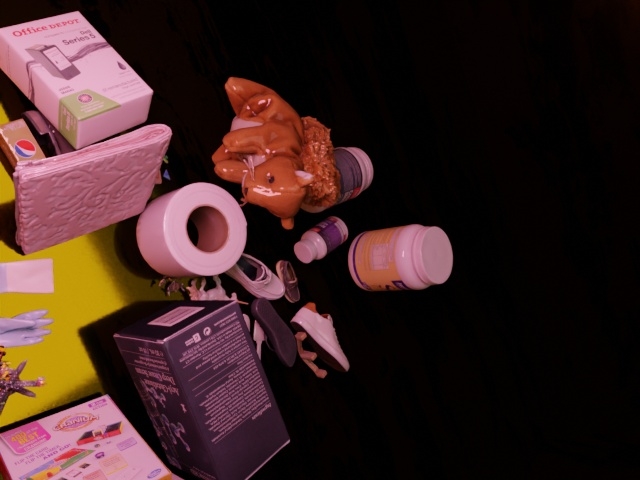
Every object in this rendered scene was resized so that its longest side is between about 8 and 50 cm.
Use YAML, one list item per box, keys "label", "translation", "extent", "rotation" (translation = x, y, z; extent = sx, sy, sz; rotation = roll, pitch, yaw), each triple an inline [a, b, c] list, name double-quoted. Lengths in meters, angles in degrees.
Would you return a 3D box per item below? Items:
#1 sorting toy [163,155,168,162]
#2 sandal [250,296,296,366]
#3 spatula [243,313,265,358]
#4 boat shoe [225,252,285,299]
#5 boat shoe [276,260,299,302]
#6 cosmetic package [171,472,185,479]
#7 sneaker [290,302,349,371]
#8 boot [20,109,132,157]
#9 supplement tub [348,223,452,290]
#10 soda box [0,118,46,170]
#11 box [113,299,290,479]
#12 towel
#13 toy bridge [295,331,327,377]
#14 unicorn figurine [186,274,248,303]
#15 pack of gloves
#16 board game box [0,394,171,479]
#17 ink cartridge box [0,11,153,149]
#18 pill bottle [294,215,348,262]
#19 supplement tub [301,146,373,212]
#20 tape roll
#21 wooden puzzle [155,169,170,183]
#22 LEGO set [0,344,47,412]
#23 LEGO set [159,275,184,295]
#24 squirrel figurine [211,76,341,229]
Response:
- label: "sorting toy"
  translation: [-0.452, -0.251, 1.301]
  extent: [0.083, 0.012, 0.062]
  rotation: [35, 55, -28]
- label: "sandal"
  translation: [-0.150, 0.291, 1.498]
  extent: [0.254, 0.055, 0.097]
  rotation: [63, 32, -15]
- label: "spatula"
  translation: [-0.238, 0.343, 1.432]
  extent: [0.168, 0.019, 0.241]
  rotation: [12, 77, -48]
- label: "boat shoe"
  translation: [-0.197, 0.113, 1.453]
  extent: [0.258, 0.084, 0.095]
  rotation: [32, 63, -36]
- label: "boat shoe"
  translation: [-0.102, 0.138, 1.563]
  extent: [0.056, 0.049, 0.152]
  rotation: [-34, 108, -41]
- label: "cosmetic package"
  translation: [-0.337, 0.656, 0.991]
  extent: [0.162, 0.453, 0.229]
  rotation: [9, 78, -43]
- label: "sneaker"
  translation: [0.028, 0.331, 1.620]
  extent: [0.290, 0.106, 0.123]
  rotation: [54, 55, -23]
- label: "boot"
  translation: [-0.559, -0.253, 1.156]
  extent: [0.229, 0.091, 0.262]
  rotation: [-40, 109, -38]
- label: "supplement tub"
  translation: [0.295, 0.067, 1.754]
  extent: [0.241, 0.331, 0.240]
  rotation: [7, 80, -42]
- label: "soda box"
  translation: [-0.662, -0.177, 1.067]
  extent: [0.058, 0.061, 0.181]
  rotation: [-36, 109, -40]
- label: "box"
  translation: [-0.299, 0.368, 1.179]
  extent: [0.212, 0.294, 0.395]
  rotation: [-29, 104, -42]
- label: "towel"
  translation: [-0.504, -0.111, 1.040]
  extent: [0.317, 0.332, 0.053]
  rotation: [-30, 82, -40]
- label: "toy bridge"
  translation: [-0.041, 0.387, 1.578]
  extent: [0.026, 0.063, 0.188]
  rotation: [-43, 117, -38]
- label: "unicorn figurine"
  translation: [-0.307, 0.152, 1.369]
  extent: [0.162, 0.060, 0.111]
  rotation: [-15, 95, -27]
- label: "pack of gloves"
  translation: [-0.695, 0.137, 1.006]
  extent: [0.232, 0.046, 0.194]
  rotation: [0, 85, -44]
- label: "board game box"
  translation: [-0.494, 0.464, 0.966]
  extent: [0.242, 0.317, 0.064]
  rotation: [-12, 115, -43]
- label: "ink cartridge box"
  translation: [-0.562, -0.373, 1.082]
  extent: [0.273, 0.115, 0.198]
  rotation: [47, 51, 2]
- label: "pill bottle"
  translation: [0.000, 0.000, 1.639]
  extent: [0.193, 0.108, 0.108]
  rotation: [-35, 108, -41]
- label: "supplement tub"
  translation: [0.039, -0.220, 1.648]
  extent: [0.272, 0.191, 0.191]
  rotation: [-26, 102, -42]
- label: "tape roll"
  translation: [-0.347, -0.022, 1.272]
  extent: [0.246, 0.169, 0.246]
  rotation: [7, 80, -42]
- label: "wooden puzzle"
  translation: [-0.471, -0.190, 1.284]
  extent: [0.116, 0.014, 0.078]
  rotation: [-17, 96, -44]
- label: "LEGO set"
  translation: [-0.693, 0.341, 0.841]
  extent: [0.255, 0.192, 0.331]
  rotation: [30, 68, -21]
- label: "LEGO set"
  translation: [-0.409, 0.121, 1.288]
  extent: [0.054, 0.023, 0.083]
  rotation: [-48, 138, -20]
- label: "squirrel figurine"
  translation: [-0.090, -0.217, 1.323]
  extent: [0.397, 0.281, 0.370]
  rotation: [4, 41, -32]
